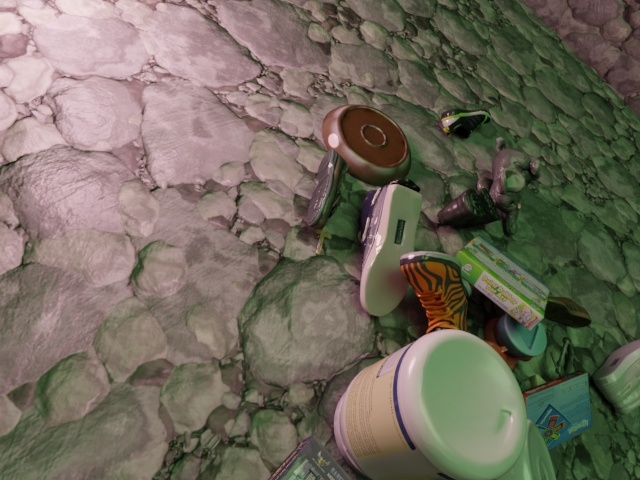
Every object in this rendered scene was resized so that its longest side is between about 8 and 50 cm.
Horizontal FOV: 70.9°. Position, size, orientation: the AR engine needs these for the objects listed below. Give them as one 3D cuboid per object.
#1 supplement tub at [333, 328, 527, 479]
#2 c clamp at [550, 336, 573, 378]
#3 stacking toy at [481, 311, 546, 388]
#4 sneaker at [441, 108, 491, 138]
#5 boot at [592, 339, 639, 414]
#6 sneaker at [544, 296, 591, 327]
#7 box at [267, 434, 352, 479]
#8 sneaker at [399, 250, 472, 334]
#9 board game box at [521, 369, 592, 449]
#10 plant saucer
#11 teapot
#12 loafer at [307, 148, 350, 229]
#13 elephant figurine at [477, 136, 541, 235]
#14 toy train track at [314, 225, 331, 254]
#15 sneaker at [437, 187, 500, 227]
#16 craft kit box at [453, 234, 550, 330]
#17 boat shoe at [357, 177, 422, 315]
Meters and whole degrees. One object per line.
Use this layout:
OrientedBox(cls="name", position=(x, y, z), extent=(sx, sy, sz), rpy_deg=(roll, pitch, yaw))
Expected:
OrientedBox(cls="supplement tub", position=(0.178, 0.322, 0.827), extent=(0.235, 0.325, 0.236), rpy_deg=(12, 57, -19))
OrientedBox(cls="c clamp", position=(0.658, 0.319, 1.210), extent=(0.160, 0.022, 0.137), rpy_deg=(-32, 109, -46))
OrientedBox(cls="stacking toy", position=(0.489, 0.320, 1.102), extent=(0.308, 0.130, 0.280), rpy_deg=(-25, 74, -34))
OrientedBox(cls="sneaker", position=(0.518, -0.410, 1.606), extent=(0.234, 0.084, 0.097), rpy_deg=(-8, 89, -28))
OrientedBox(cls="boot", position=(0.892, 0.391, 1.291), extent=(0.258, 0.095, 0.123), rpy_deg=(-25, 80, -26))
OrientedBox(cls="sneaker", position=(0.716, 0.200, 1.338), extent=(0.188, 0.066, 0.071), rpy_deg=(25, 37, -17))
OrientedBox(cls="box", position=(-0.002, 0.504, 0.798), extent=(0.233, 0.059, 0.183), rpy_deg=(47, 53, 7))
OrientedBox(cls="sneaker", position=(0.280, 0.152, 1.040), extent=(0.321, 0.124, 0.180), rpy_deg=(35, 53, -44))
OrientedBox(cls="board game box", position=(0.578, 0.419, 1.099), extent=(0.281, 0.027, 0.145), rpy_deg=(-2, 86, -34))
OrientedBox(cls="plant saucer", position=(0.154, -0.307, 1.371), extent=(0.310, 0.050, 0.311), rpy_deg=(12, 58, -19))
OrientedBox(cls="teapot", position=(0.361, 0.491, 0.912), extent=(0.253, 0.187, 0.256), rpy_deg=(59, 32, -18))
OrientedBox(cls="loafer", position=(0.033, -0.132, 1.181), extent=(0.084, 0.096, 0.268), rpy_deg=(28, 50, -20))
OrientedBox(cls="elephant figurine", position=(0.600, -0.174, 1.452), extent=(0.186, 0.169, 0.239), rpy_deg=(28, 64, 28))
OrientedBox(cls="toy train track", position=(0.000, 0.000, 1.133), extent=(0.048, 0.014, 0.083), rpy_deg=(26, 59, -18))
OrientedBox(cls="sneaker", position=(0.441, -0.089, 1.342), extent=(0.286, 0.130, 0.109), rpy_deg=(3, 64, -50))
OrientedBox(cls="craft kit box", position=(0.483, 0.099, 1.195), extent=(0.250, 0.061, 0.246), rpy_deg=(41, 25, 18))
OrientedBox(cls="boat shoe", position=(0.153, 0.017, 1.142), extent=(0.127, 0.158, 0.341), rpy_deg=(20, 83, -21))
